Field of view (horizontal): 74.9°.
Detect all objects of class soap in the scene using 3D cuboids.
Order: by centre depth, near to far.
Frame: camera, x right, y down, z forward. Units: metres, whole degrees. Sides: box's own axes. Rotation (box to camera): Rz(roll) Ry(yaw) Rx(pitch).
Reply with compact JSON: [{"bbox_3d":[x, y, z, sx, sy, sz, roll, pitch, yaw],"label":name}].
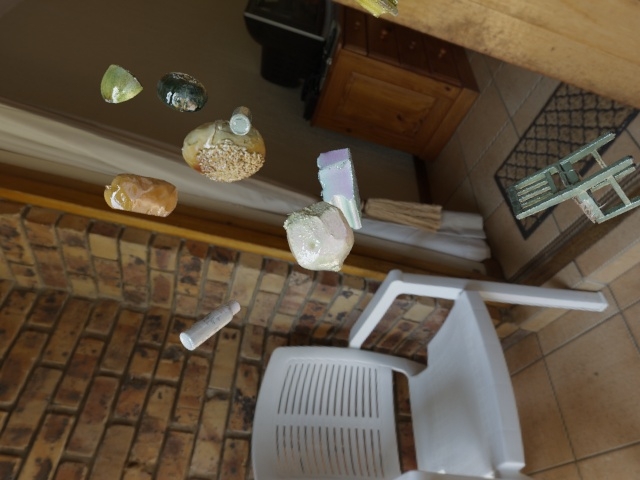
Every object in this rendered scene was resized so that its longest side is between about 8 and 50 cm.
[{"bbox_3d":[0.151,-0.759,1.223,0.076,0.233,0.135,12,102,37],"label":"soap"},{"bbox_3d":[0.100,-0.248,2.027,0.446,0.156,0.261,63,-156,-64],"label":"soap"}]

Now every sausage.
[{"bbox_3d":[-0.615,-0.155,1.441,0.120,0.241,0.136,19,101,42],"label":"sausage"}]

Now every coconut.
[{"bbox_3d":[0.003,-0.001,1.139,0.194,0.194,0.194,-167,90,-79],"label":"coconut"}]

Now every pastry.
[{"bbox_3d":[-0.473,-0.432,2.084,0.409,0.409,0.245,133,129,-68],"label":"pastry"}]

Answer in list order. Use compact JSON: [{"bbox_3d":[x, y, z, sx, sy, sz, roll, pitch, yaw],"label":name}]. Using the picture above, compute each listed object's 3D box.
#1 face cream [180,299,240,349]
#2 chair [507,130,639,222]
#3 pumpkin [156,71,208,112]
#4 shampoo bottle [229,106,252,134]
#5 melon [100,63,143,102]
[{"bbox_3d":[-0.430,0.325,1.665,0.269,0.082,0.082,-38,-21,-45],"label":"face cream"},{"bbox_3d":[0.638,-0.121,1.043,0.270,0.147,0.136,-34,28,33],"label":"chair"},{"bbox_3d":[-0.588,-0.626,1.780,0.152,0.211,0.212,-54,22,29],"label":"pumpkin"},{"bbox_3d":[-0.338,-0.521,1.791,0.262,0.085,0.085,-105,30,-63],"label":"shampoo bottle"},{"bbox_3d":[-0.732,-0.558,1.491,0.128,0.160,0.079,-62,-18,-17],"label":"melon"}]
